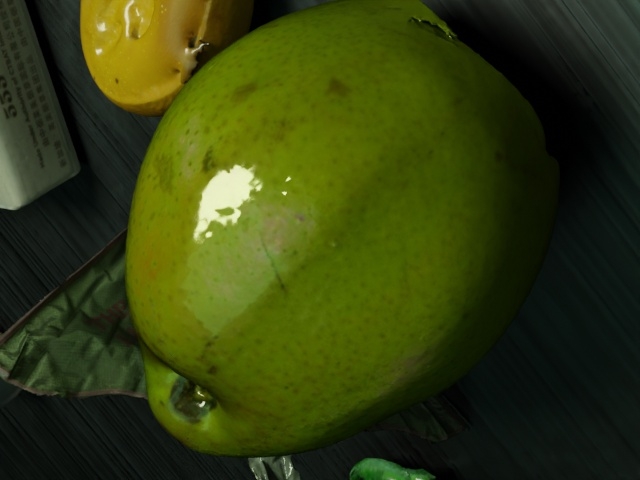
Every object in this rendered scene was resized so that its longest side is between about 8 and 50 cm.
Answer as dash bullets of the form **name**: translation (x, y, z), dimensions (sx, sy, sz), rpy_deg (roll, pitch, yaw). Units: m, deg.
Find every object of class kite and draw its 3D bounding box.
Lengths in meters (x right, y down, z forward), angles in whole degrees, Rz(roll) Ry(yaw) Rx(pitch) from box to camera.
- **kite**: translation (-0.035, 0.054, 0.575), dimensions (0.013, 0.323, 0.267), rpy_deg (-43, 46, 36)

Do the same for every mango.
- **mango**: translation (-0.079, -0.140, 0.557), dimensions (0.101, 0.066, 0.187), rpy_deg (41, 133, 19)

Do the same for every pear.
- **pear**: translation (0.000, 0.000, 0.475), dimensions (0.187, 0.220, 0.187), rpy_deg (46, 178, 2)

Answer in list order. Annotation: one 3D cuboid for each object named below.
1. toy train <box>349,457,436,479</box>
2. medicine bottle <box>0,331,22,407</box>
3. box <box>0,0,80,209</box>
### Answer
- **toy train**: translation (0.085, 0.256, 0.677), dimensions (0.243, 0.132, 0.188), rpy_deg (14, 136, 31)
- **medicine bottle**: translation (-0.362, 0.081, 0.945), dimensions (0.218, 0.074, 0.074), rpy_deg (22, 132, 22)
- **box**: translation (-0.269, -0.153, 0.692), dimensions (0.168, 0.071, 0.259), rpy_deg (8, 126, 35)
